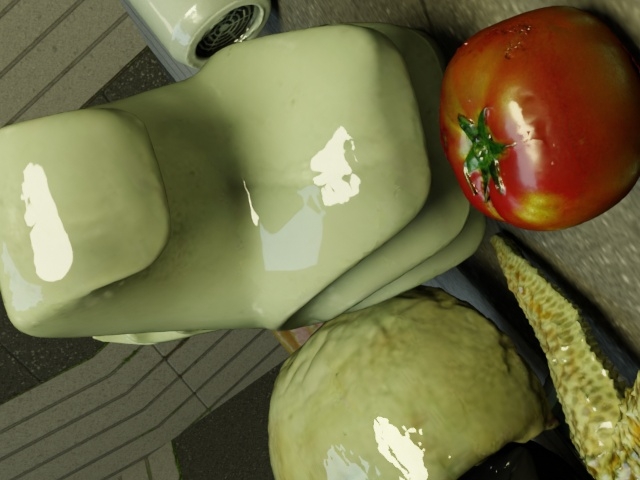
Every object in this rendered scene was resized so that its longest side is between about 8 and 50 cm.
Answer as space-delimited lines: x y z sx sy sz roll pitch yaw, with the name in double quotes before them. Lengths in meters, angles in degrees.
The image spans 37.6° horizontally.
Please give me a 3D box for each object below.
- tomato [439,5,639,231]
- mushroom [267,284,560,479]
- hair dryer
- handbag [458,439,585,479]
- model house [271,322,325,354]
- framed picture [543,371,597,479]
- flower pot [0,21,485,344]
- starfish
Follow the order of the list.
"tomato" 0.088 -0.048 0.363 0.087 0.075 0.087 58 162 31
"mushroom" 0.041 0.139 0.730 0.164 0.190 0.267 54 165 13
"hair dryer" -0.107 -0.226 0.945 0.173 0.107 0.357 54 -177 12
"handbag" 0.235 0.306 0.866 0.288 0.152 0.342 39 173 4
"model house" -0.010 -0.005 0.893 0.268 0.173 0.239 53 175 -10
"framed picture" 0.222 0.165 0.782 0.109 0.011 0.149 53 173 21
"flower pot" -0.042 -0.023 0.573 0.367 0.254 0.164 150 107 -83
"starfish" 0.201 0.137 0.529 0.347 0.078 0.358 52 174 6
